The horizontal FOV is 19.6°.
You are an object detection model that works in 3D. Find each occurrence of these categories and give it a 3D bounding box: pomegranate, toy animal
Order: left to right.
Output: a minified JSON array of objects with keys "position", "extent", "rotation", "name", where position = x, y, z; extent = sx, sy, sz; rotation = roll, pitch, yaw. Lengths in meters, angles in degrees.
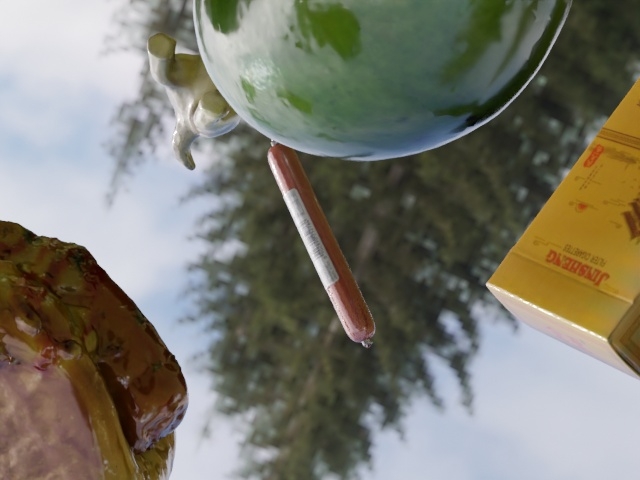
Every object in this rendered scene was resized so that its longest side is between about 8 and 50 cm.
[{"position":[-0.063,-0.186,1.846],"extent":[0.121,0.233,0.168],"rotation":[41,161,21],"name":"toy animal"},{"position":[0.014,-0.194,1.335],"extent":[0.358,0.310,0.216],"rotation":[30,-134,-27],"name":"pomegranate"}]

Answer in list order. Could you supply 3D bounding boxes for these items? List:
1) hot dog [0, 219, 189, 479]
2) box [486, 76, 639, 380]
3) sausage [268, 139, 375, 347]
[{"position":[-0.196,0.068,1.108],"extent":[0.257,0.153,0.150],"rotation":[25,-162,3],"name":"hot dog"},{"position":[0.282,-0.029,1.534],"extent":[0.076,0.274,0.174],"rotation":[41,172,-31],"name":"box"},{"position":[0.000,0.000,1.735],"extent":[0.029,0.029,0.223],"rotation":[-5,-114,-54],"name":"sausage"}]
